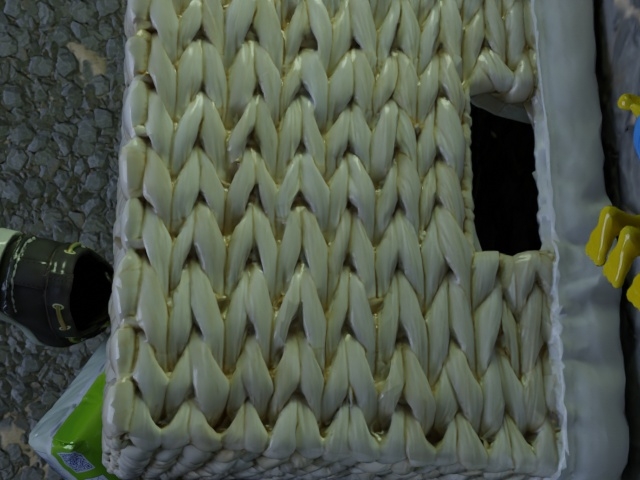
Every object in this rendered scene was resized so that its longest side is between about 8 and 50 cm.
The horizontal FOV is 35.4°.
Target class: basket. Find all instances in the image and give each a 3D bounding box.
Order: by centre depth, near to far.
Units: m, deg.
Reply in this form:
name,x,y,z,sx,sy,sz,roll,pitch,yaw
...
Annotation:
name,x,y,z,sx,sy,sz,roll,pitch,yaw
basket,0.000,0.000,0.649,0.331,0.267,0.328,129,142,-70

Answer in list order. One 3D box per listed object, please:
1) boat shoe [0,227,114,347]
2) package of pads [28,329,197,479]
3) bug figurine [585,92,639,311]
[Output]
name,x,y,z,sx,sy,sz,roll,pitch,yaw
boat shoe,-0.193,0.046,0.785,0.228,0.069,0.081,66,-145,-79
package of pads,-0.079,0.136,0.881,0.101,0.229,0.296,-13,34,47
bug figurine,0.170,-0.077,0.261,0.216,0.072,0.279,-113,31,-52
